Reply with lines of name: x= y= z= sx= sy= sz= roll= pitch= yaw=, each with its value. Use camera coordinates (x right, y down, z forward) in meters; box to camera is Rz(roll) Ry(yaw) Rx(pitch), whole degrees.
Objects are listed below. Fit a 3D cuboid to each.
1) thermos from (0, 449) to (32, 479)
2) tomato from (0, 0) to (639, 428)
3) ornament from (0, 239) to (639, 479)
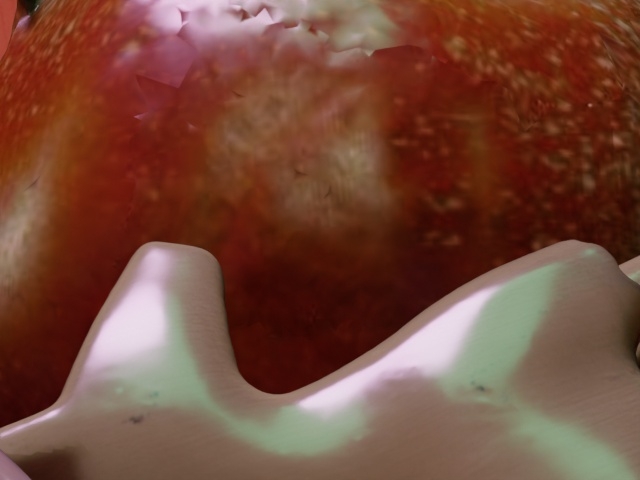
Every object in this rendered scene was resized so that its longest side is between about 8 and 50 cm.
thermos: x=-0.111 y=0.100 z=0.445 sx=0.193 sy=0.137 sz=0.105 roll=31 pitch=-17 yaw=19
tomato: x=0.000 y=0.000 z=0.704 sx=0.303 sy=0.239 sz=0.303 roll=-4 pitch=4 yaw=0
ornament: x=0.059 y=0.063 z=0.506 sx=0.245 sy=0.061 sz=0.230 roll=-25 pitch=60 yaw=-24
